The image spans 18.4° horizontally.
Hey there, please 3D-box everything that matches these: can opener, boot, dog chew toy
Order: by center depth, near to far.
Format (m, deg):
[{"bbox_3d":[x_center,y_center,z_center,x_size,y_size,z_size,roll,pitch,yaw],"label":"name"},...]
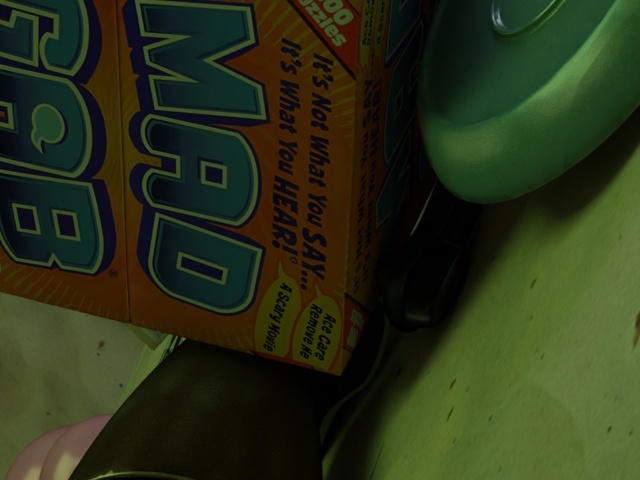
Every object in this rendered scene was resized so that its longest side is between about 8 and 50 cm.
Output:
[{"bbox_3d":[0.100,-0.011,1.547,0.186,0.073,0.059,-65,-31,-21],"label":"can opener"},{"bbox_3d":[0.004,0.078,1.738,0.176,0.088,0.244,-74,9,-52],"label":"boot"},{"bbox_3d":[-0.245,0.296,2.300,0.332,0.206,0.206,-36,29,56],"label":"dog chew toy"}]

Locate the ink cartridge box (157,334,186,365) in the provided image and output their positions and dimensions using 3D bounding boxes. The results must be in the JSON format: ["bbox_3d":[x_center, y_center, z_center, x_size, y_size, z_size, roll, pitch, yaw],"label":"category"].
[{"bbox_3d":[-0.148,0.250,2.021,0.272,0.130,0.309,158,135,-79],"label":"ink cartridge box"}]

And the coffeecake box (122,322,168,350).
[{"bbox_3d":[-0.123,0.010,2.047,0.142,0.068,0.185,-46,4,31],"label":"coffeecake box"}]

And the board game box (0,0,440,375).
[{"bbox_3d":[-0.089,-0.173,1.572,0.356,0.356,0.356,-62,-20,-48],"label":"board game box"}]

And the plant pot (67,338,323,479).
[{"bbox_3d":[-0.084,0.178,1.570,0.215,0.215,0.230,-58,9,41],"label":"plant pot"}]

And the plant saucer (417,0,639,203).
[{"bbox_3d":[0.162,-0.173,1.341,0.317,0.043,0.317,-45,28,31],"label":"plant saucer"}]
